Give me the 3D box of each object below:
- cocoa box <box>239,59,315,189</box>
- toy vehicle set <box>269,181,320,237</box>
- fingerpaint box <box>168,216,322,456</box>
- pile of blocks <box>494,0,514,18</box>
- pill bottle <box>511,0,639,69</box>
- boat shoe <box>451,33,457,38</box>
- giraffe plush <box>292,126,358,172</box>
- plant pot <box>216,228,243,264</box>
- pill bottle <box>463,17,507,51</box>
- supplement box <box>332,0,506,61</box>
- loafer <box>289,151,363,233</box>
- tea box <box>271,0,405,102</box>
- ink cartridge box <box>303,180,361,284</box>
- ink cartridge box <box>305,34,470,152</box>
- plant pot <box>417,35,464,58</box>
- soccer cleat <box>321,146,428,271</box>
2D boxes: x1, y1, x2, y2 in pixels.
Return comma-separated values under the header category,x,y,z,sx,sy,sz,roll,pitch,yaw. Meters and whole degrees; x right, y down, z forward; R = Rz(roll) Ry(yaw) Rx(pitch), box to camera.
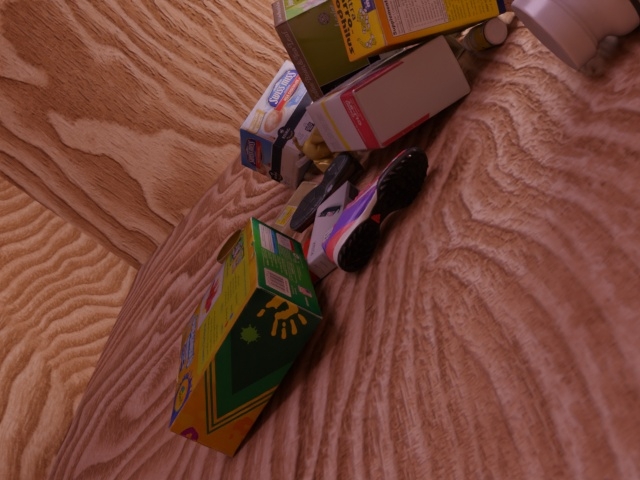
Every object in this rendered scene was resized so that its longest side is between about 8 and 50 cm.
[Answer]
category,x,y,z,sx,sy,sz,roll,pitch,yaw
cocoa box,-0.104,-0.404,2.371,0.347,0.228,0.231,-61,-8,-26
toy vehicle set,-0.097,-0.071,2.145,0.267,0.035,0.166,-54,18,-5
fingerpaint box,-0.176,0.198,1.559,0.371,0.163,0.445,-58,16,12
pile of blocks,0.432,-0.655,1.821,0.362,0.112,0.149,-165,72,-66
pill bottle,0.519,-0.488,1.162,0.363,0.210,0.210,-46,19,18
boat shoe,0.376,-0.613,2.010,0.133,0.049,0.042,-45,14,15
giraffe plush,0.036,-0.305,2.079,0.210,0.181,0.170,-9,31,41
plant pot,-0.267,0.042,2.250,0.134,0.095,0.134,-45,19,20
pill bottle,0.410,-0.512,1.706,0.065,0.065,0.116,-55,19,-10
supplement box,0.235,-0.587,1.656,0.356,0.194,0.195,-21,10,-21
loafer,0.022,-0.120,1.905,0.267,0.084,0.096,-53,31,9
tea box,0.065,-0.611,2.062,0.323,0.329,0.220,-23,36,9
ink cartridge box,0.000,0.000,1.744,0.239,0.060,0.275,-40,21,29
ink cartridge box,0.158,-0.366,1.767,0.279,0.160,0.385,-35,14,-12
plant pot,0.316,-0.516,1.892,0.109,0.109,0.096,-53,5,-3
soccer cleat,0.116,-0.081,1.511,0.318,0.108,0.116,-55,36,0
